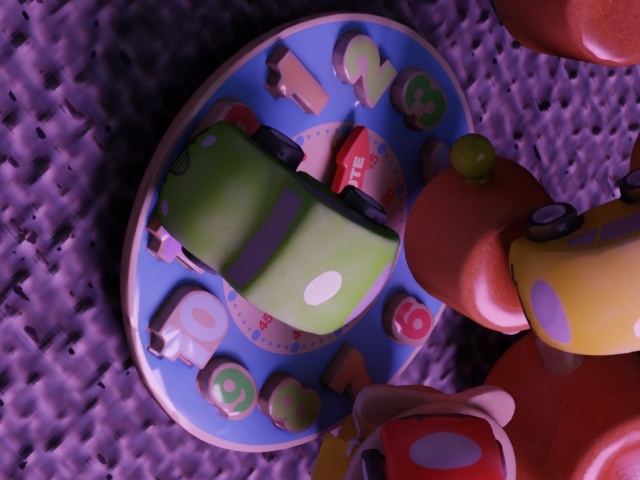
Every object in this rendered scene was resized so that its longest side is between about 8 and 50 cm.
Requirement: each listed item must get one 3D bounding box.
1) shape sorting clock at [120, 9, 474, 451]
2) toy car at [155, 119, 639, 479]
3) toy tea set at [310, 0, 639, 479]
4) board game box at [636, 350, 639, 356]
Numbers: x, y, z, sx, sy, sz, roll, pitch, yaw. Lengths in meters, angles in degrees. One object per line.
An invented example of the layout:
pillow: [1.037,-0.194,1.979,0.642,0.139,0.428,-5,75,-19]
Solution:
shape sorting clock: [0.000,0.000,0.617,0.206,0.040,0.206,-15,115,-35]
toy car: [0.035,0.034,0.550,0.225,0.053,0.239,32,101,-19]
toy tea set: [0.113,-0.002,0.660,0.200,0.124,0.336,11,107,-24]
board game box: [0.267,0.126,0.897,0.136,0.030,0.260,-51,131,-10]
